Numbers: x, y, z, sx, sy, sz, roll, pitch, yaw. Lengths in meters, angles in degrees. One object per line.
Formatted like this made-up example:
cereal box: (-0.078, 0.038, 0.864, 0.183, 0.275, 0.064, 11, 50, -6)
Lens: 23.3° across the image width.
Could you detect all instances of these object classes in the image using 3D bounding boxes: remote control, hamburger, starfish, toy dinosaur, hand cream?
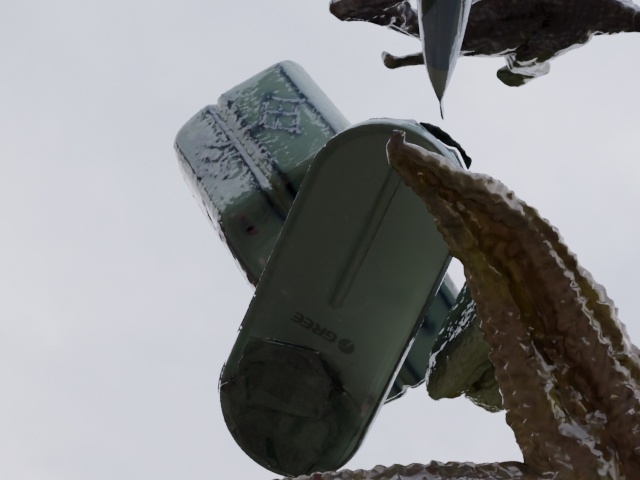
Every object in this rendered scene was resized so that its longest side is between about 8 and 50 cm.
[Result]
remote control: (0.015, 0.037, 0.959, 0.104, 0.052, 0.247, 30, -68, 13)
hamburger: (0.114, 0.041, 0.947, 0.054, 0.121, 0.084, 28, -39, -4)
starfish: (0.115, 0.140, 0.697, 0.398, 0.384, 0.132, 58, -12, 25)
toy dinosaur: (0.153, -0.174, 1.254, 0.294, 0.077, 0.162, -8, -5, -5)
hand cream: (0.074, -0.196, 0.873, 0.058, 0.091, 0.271, -1, -43, -2)

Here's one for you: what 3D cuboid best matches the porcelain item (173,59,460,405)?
porcelain item: (0.000, 0.000, 1.430, 0.281, 0.157, 0.286, 55, 0, -37)
